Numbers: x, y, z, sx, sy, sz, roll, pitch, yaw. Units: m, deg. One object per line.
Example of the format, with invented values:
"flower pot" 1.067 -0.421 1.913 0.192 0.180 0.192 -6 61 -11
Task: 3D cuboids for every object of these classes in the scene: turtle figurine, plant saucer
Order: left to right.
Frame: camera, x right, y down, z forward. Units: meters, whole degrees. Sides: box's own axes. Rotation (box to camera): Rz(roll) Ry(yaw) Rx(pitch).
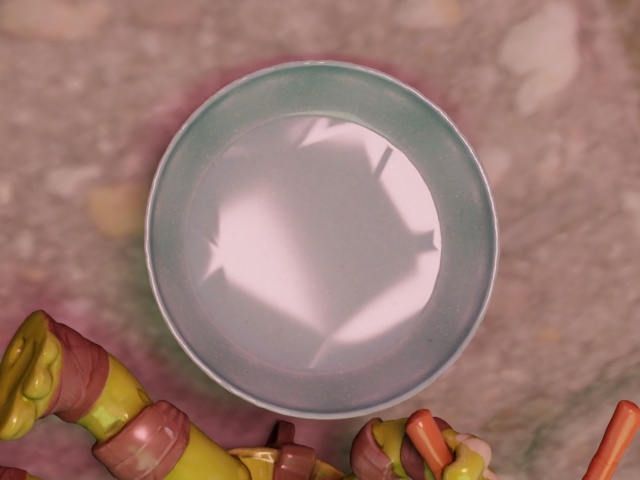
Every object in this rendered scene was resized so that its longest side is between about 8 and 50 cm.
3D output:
"turtle figurine" -0.026 0.102 0.571 0.217 0.087 0.269 27 127 -21
"plant saucer" 0.000 0.000 0.501 0.119 0.021 0.119 1 83 -11
